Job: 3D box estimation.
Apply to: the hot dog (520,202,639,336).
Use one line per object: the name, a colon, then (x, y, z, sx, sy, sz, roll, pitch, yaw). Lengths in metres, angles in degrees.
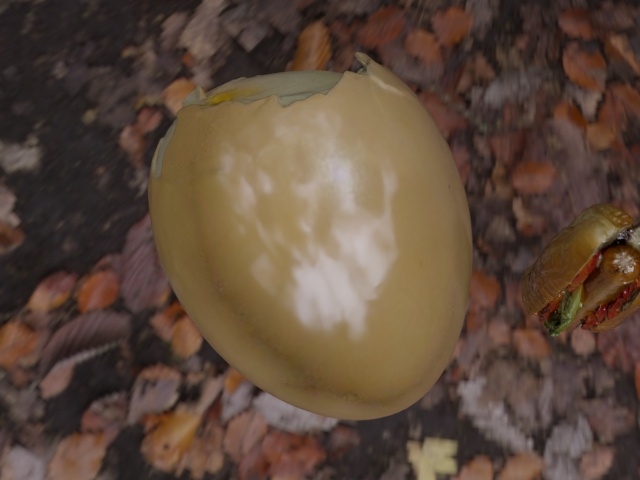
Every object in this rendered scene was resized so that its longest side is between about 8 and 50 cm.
hot dog: (0.196, 0.030, 1.381, 0.092, 0.235, 0.062, 9, 75, 0)

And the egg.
egg: (0.000, 0.000, 1.252, 0.201, 0.201, 0.244, -23, 95, 11)
